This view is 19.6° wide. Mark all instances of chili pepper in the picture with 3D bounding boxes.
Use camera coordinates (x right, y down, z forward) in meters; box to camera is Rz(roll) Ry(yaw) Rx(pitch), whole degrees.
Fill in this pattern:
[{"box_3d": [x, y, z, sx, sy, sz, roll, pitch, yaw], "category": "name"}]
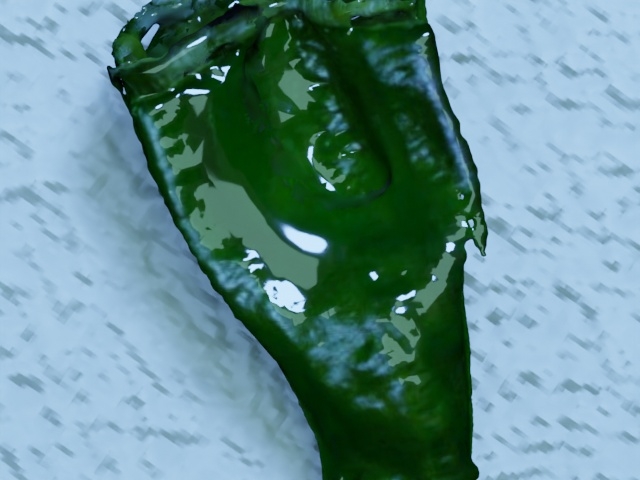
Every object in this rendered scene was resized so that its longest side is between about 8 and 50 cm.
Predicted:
[{"box_3d": [0.000, -0.001, 0.614, 0.108, 0.062, 0.216, -15, 86, -5], "category": "chili pepper"}]
